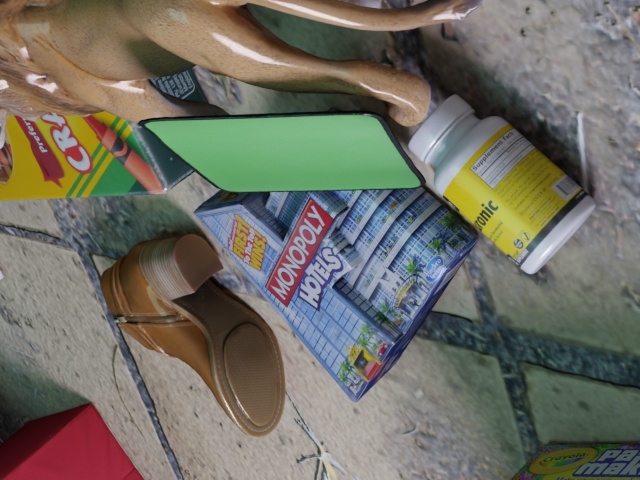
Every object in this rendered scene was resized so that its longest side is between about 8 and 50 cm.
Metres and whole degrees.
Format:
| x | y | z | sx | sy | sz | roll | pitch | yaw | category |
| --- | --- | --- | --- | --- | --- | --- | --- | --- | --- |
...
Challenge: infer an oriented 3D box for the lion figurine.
| x | y | z | sx | sy | sz | roll | pitch | yaw | category |
| --- | --- | --- | --- | --- | --- | --- | --- | --- | --- |
| -0.108 | -0.140 | 0.968 | 0.240 | 0.142 | 0.392 | 20 | 157 | -35 | lion figurine |

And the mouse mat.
| x | y | z | sx | sy | sz | roll | pitch | yaw | category |
| --- | --- | --- | --- | --- | --- | --- | --- | --- | --- |
| -0.019 | -0.055 | 0.978 | 0.153 | 0.007 | 0.190 | -1 | 167 | 13 | mouse mat |

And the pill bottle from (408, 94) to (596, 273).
| x | y | z | sx | sy | sz | roll | pitch | yaw | category |
| --- | --- | --- | --- | --- | --- | --- | --- | --- | --- |
| 0.114 | -0.039 | 0.971 | 0.116 | 0.065 | 0.065 | 44 | 145 | 10 | pill bottle |

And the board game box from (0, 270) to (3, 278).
| x | y | z | sx | sy | sz | roll | pitch | yaw | category |
| --- | --- | --- | --- | --- | --- | --- | --- | --- | --- |
| -0.487 | -0.023 | 1.667 | 0.305 | 0.053 | 0.193 | -3 | 119 | 50 | board game box |

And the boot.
| x | y | z | sx | sy | sz | roll | pitch | yaw | category |
| --- | --- | --- | --- | --- | --- | --- | --- | --- | --- |
| -0.117 | 0.089 | 1.349 | 0.152 | 0.073 | 0.197 | -19 | 95 | 53 | boot |

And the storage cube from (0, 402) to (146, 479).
| x | y | z | sx | sy | sz | roll | pitch | yaw | category |
| --- | --- | --- | --- | --- | --- | --- | --- | --- | --- |
| -0.309 | 0.316 | 1.668 | 0.183 | 0.193 | 0.215 | 56 | 146 | -8 | storage cube |

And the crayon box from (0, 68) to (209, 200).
| x | y | z | sx | sy | sz | roll | pitch | yaw | category |
| --- | --- | --- | --- | --- | --- | --- | --- | --- | --- |
| -0.239 | -0.137 | 1.259 | 0.318 | 0.081 | 0.202 | -1 | 122 | 49 | crayon box |

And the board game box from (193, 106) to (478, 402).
| x | y | z | sx | sy | sz | roll | pitch | yaw | category |
| --- | --- | --- | --- | --- | --- | --- | --- | --- | --- |
| 0.000 | 0.000 | 1.140 | 0.194 | 0.060 | 0.194 | 41 | 145 | 11 | board game box |

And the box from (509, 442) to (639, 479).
| x | y | z | sx | sy | sz | roll | pitch | yaw | category |
| --- | --- | --- | --- | --- | --- | --- | --- | --- | --- |
| 0.269 | 0.295 | 1.018 | 0.290 | 0.177 | 0.279 | -12 | 112 | 52 | box |
